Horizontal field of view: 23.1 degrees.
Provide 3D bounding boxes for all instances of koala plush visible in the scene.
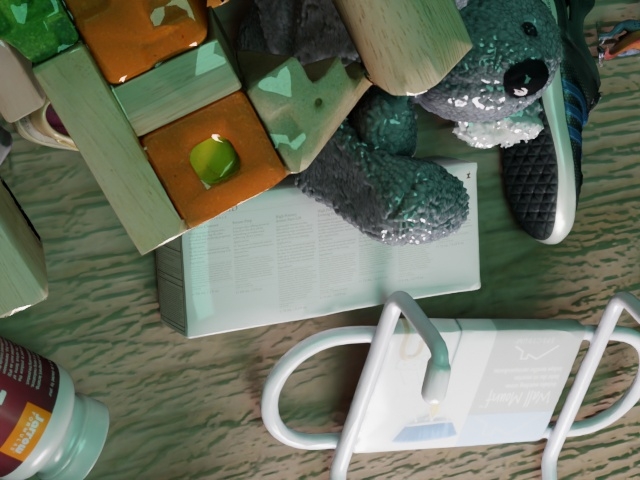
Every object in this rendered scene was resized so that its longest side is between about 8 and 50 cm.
[{"bbox_3d":[0.078,-0.129,1.084,0.221,0.203,0.196,-18,118,-32],"label":"koala plush"}]

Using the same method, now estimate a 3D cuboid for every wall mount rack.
[{"bbox_3d":[0.121,0.181,1.195,0.350,0.130,0.304,1,122,-26],"label":"wall mount rack"}]

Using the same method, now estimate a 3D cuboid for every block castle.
[{"bbox_3d":[-0.172,-0.133,0.817,0.453,0.303,0.213,-25,119,5],"label":"block castle"}]

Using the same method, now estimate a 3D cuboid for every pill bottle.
[{"bbox_3d":[-0.219,0.106,1.028,0.152,0.086,0.086,30,85,-28],"label":"pill bottle"}]

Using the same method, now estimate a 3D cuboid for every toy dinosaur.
[{"bbox_3d":[0.260,-0.158,1.237,0.082,0.090,0.047,-7,122,6],"label":"toy dinosaur"}]

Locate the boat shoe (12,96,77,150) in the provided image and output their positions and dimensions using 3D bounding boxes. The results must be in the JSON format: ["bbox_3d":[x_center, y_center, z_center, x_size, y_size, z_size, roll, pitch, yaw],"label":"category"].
[{"bbox_3d":[-0.121,-0.077,1.059,0.170,0.059,0.063,1,99,-27],"label":"boat shoe"}]

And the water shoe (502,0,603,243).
[{"bbox_3d":[0.188,-0.098,1.206,0.080,0.073,0.203,-14,107,-30],"label":"water shoe"}]

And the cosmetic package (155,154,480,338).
[{"bbox_3d":[0.000,0.000,1.134,0.239,0.060,0.099,-8,105,-26],"label":"cosmetic package"}]
